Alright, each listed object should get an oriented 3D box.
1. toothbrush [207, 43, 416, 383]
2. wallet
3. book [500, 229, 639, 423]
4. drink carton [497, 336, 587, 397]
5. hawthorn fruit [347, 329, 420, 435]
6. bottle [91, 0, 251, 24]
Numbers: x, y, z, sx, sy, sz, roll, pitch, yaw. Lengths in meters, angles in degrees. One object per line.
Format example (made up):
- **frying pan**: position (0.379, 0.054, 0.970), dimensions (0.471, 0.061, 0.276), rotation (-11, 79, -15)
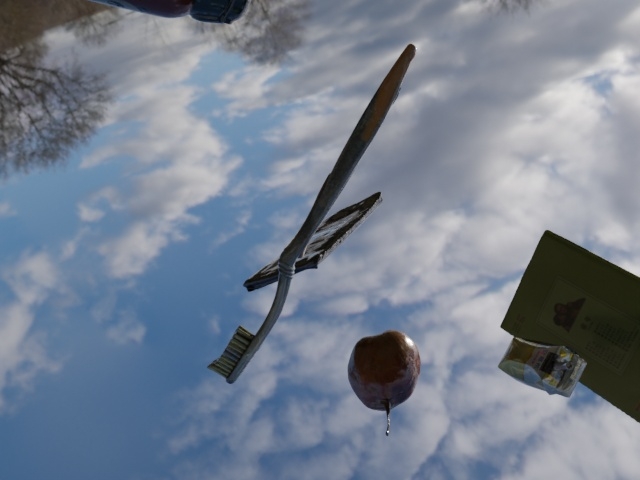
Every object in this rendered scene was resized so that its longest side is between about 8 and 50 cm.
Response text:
- **toothbrush**: position (-0.007, -0.015, 0.625), dimensions (0.375, 0.037, 0.028), rotation (-59, -179, 13)
- **wallet**: position (0.000, -0.001, 1.081), dimensions (0.146, 0.030, 0.285), rotation (-25, -171, 35)
- **book**: position (0.531, 0.160, 1.242), dimensions (0.035, 0.239, 0.352), rotation (-6, -148, -43)
- **drink carton**: position (0.376, 0.208, 1.075), dimensions (0.084, 0.075, 0.200), rotation (-56, -170, -9)
- **hawthorn fruit**: position (0.059, 0.127, 0.569), dimensions (0.067, 0.066, 0.103), rotation (-17, -137, 8)
- **bottle**: position (-0.251, -0.373, 0.850), dimensions (0.337, 0.143, 0.144), rotation (7, -162, -21)
